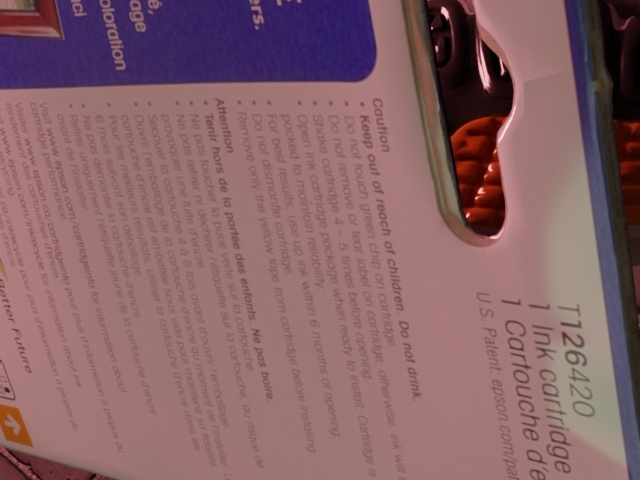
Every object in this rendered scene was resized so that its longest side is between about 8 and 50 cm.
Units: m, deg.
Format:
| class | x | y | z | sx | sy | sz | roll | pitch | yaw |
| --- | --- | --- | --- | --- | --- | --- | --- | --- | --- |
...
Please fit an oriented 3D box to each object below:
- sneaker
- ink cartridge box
| class | x | y | z | sx | sy | sz | roll | pitch | yaw |
| --- | --- | --- | --- | --- | --- | --- | --- | --- | --- |
| sneaker | 0.043 | -0.021 | 0.523 | 0.262 | 0.099 | 0.121 | 8 | 153 | 43 |
| ink cartridge box | -0.034 | -0.055 | 0.424 | 0.307 | 0.072 | 0.303 | 5 | 114 | 39 |
